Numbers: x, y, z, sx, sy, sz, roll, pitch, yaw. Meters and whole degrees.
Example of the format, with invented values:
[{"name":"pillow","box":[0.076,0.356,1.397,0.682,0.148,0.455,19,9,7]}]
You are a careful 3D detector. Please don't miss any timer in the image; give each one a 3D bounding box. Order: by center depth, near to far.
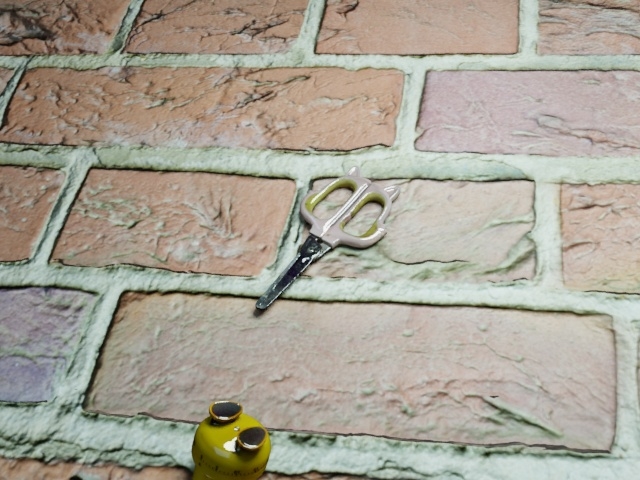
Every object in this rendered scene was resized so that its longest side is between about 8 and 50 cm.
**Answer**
[{"name":"timer","box":[-0.121,0.283,1.228,0.107,0.109,0.107,13,30,-8]}]

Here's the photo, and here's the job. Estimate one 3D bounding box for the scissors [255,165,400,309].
[{"name":"scissors","box":[0.000,0.000,1.469,0.160,0.024,0.317,29,60,26]}]
